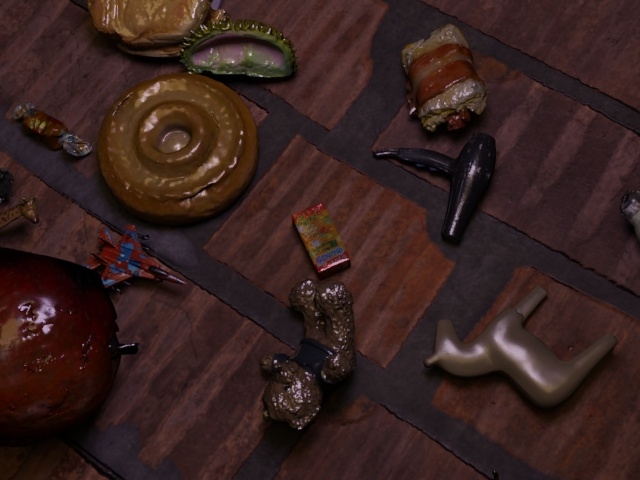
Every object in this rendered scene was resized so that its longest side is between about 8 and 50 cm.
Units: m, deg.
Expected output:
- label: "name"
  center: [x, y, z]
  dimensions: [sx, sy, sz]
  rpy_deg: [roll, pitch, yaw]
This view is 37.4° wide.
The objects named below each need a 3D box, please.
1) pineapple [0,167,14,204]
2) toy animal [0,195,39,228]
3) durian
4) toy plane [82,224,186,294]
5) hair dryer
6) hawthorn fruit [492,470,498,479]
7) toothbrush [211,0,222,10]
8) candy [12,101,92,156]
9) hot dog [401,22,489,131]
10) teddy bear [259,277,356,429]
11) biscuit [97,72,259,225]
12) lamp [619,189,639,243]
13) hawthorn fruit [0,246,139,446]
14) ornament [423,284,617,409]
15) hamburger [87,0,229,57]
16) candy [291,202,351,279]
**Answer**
- label: "pineapple"
  center: [-0.668, -0.072, 1.672]
  dimensions: [0.251, 0.125, 0.125]
  rpy_deg: [-21, 67, -11]
- label: "toy animal"
  center: [-0.604, 0.012, 1.634]
  dimensions: [0.149, 0.054, 0.275]
  rpy_deg: [36, 82, 29]
- label: "durian"
  center: [-0.154, -0.361, 1.736]
  dimensions: [0.220, 0.137, 0.095]
  rpy_deg: [-6, 45, -5]
- label: "toy plane"
  center: [-0.312, 0.045, 1.617]
  dimensions: [0.189, 0.061, 0.130]
  rpy_deg: [22, 69, 8]
- label: "hair dryer"
  center: [0.187, -0.113, 1.658]
  dimensions: [0.219, 0.075, 0.196]
  rpy_deg: [17, 78, 22]
- label: "hawthorn fruit"
  center: [0.207, 0.417, 1.368]
  dimensions: [0.157, 0.157, 0.194]
  rpy_deg: [36, 70, 17]
- label: "toothbrush"
  center: [-0.167, -0.591, 1.899]
  dimensions: [0.024, 0.029, 0.354]
  rpy_deg: [13, 66, 7]
- label: "candy"
  center: [-0.503, -0.206, 1.745]
  dimensions: [0.182, 0.046, 0.053]
  rpy_deg: [31, 70, 18]
- label: "hot dog"
  center: [0.223, -0.286, 1.703]
  dimensions: [0.146, 0.103, 0.213]
  rpy_deg: [-19, 55, 19]
- label: "teddy bear"
  center: [-0.004, 0.185, 1.503]
  dimensions: [0.129, 0.182, 0.251]
  rpy_deg: [33, 67, -22]
- label: "biscuit"
  center: [-0.255, -0.170, 1.685]
  dimensions: [0.296, 0.102, 0.296]
  rpy_deg: [-1, 67, 1]
- label: "lamp"
  center: [0.596, 0.007, 1.550]
  dimensions: [0.250, 0.101, 0.101]
  rpy_deg: [38, 74, 5]
- label: "hawthorn fruit"
  center: [-0.458, 0.157, 1.461]
  dimensions: [0.316, 0.316, 0.316]
  rpy_deg: [-1, 67, 3]
- label: "ornament"
  center: [0.309, 0.174, 1.514]
  dimensions: [0.245, 0.061, 0.230]
  rpy_deg: [-40, 68, -16]
- label: "hamburger"
  center: [-0.307, -0.408, 1.788]
  dimensions: [0.262, 0.124, 0.131]
  rpy_deg: [6, 86, 11]
- label: "candy"
  center: [0.000, 0.000, 1.624]
  dimensions: [0.062, 0.038, 0.122]
  rpy_deg: [-23, 67, -6]
